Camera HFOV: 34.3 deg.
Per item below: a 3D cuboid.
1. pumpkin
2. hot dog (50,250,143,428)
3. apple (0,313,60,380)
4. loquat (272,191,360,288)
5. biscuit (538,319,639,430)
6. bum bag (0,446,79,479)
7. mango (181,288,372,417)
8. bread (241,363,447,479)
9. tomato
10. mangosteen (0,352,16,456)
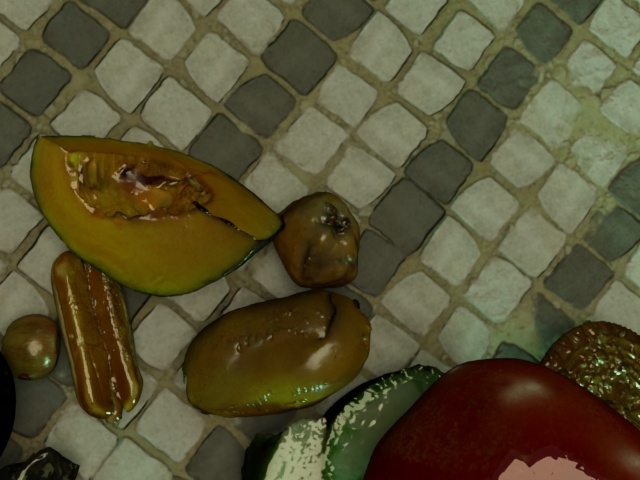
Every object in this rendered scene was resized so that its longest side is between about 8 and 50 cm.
[{"bbox_3d":[-0.210,-0.031,1.329,0.312,0.169,0.148,27,109,2],"label":"pumpkin"},{"bbox_3d":[-0.285,0.124,1.322,0.092,0.062,0.236,-8,82,-26],"label":"hot dog"},{"bbox_3d":[-0.364,0.134,1.302,0.071,0.084,0.084,5,85,-10],"label":"apple"},{"bbox_3d":[0.000,0.000,1.344,0.113,0.137,0.137,-16,89,-20],"label":"loquat"},{"bbox_3d":[0.385,0.257,1.377,0.305,0.038,0.305,7,78,-34],"label":"biscuit"},{"bbox_3d":[-0.401,0.332,1.246,0.248,0.102,0.069,-33,64,-29],"label":"bum bag"},{"bbox_3d":[-0.053,0.150,1.317,0.248,0.156,0.151,-18,119,-3],"label":"mango"},{"bbox_3d":[0.084,0.332,1.336,0.382,0.129,0.366,23,80,-6],"label":"bread"},{"bbox_3d":[0.218,0.296,1.149,0.293,0.290,0.325,-42,84,-10],"label":"tomato"},{"bbox_3d":[-0.473,0.192,1.205,0.243,0.243,0.243,1,86,-9],"label":"mangosteen"}]
